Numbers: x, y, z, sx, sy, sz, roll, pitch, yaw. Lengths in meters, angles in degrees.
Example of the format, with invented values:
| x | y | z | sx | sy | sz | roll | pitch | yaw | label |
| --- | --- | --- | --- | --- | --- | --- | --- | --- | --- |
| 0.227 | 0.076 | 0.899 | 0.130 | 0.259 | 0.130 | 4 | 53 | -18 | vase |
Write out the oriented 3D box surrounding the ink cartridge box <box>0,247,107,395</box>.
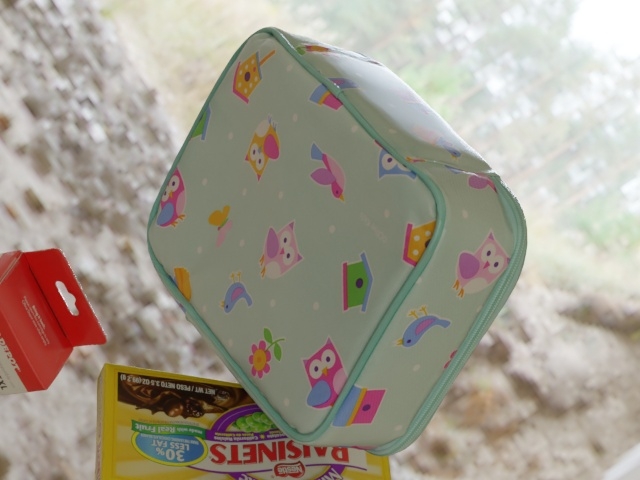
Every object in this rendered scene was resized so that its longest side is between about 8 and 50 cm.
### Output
| x | y | z | sx | sy | sz | roll | pitch | yaw | label |
| --- | --- | --- | --- | --- | --- | --- | --- | --- | --- |
| -0.359 | 0.093 | 1.683 | 0.134 | 0.231 | 0.078 | 67 | 29 | -28 | ink cartridge box |

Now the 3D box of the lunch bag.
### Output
| x | y | z | sx | sy | sz | roll | pitch | yaw | label |
| --- | --- | --- | --- | --- | --- | --- | --- | --- | --- |
| 0.000 | 0.000 | 1.073 | 0.108 | 0.224 | 0.279 | 10 | 26 | -38 | lunch bag |

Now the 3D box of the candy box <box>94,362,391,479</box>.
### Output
| x | y | z | sx | sy | sz | roll | pitch | yaw | label |
| --- | --- | --- | --- | --- | --- | --- | --- | --- | --- |
| -0.051 | 0.144 | 1.080 | 0.027 | 0.206 | 0.105 | 117 | -23 | -44 | candy box |
